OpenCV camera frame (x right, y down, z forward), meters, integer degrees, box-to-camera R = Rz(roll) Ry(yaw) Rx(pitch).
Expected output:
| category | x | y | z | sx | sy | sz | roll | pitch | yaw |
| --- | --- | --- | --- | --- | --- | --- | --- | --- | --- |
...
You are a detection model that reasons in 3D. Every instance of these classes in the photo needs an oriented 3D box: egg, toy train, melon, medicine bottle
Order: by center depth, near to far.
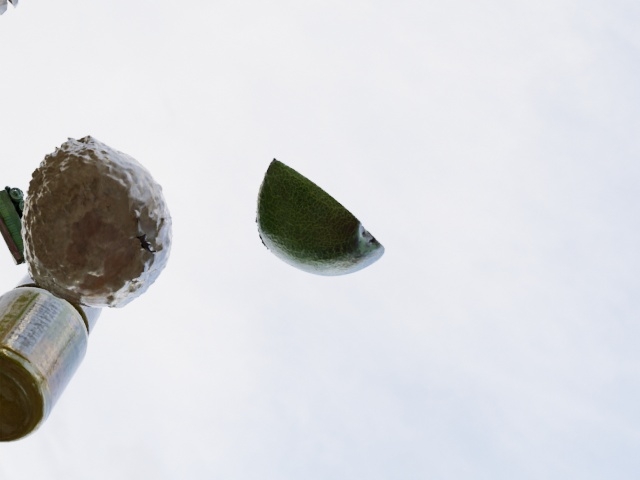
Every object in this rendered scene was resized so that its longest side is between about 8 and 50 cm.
| category | x | y | z | sx | sy | sz | roll | pitch | yaw |
| --- | --- | --- | --- | --- | --- | --- | --- | --- | --- |
| melon | 0.000 | 0.000 | 1.546 | 0.129 | 0.265 | 0.169 | -52 | -136 | -7 |
| egg | -0.380 | -0.022 | 1.566 | 0.279 | 0.279 | 0.311 | 20 | -54 | 22 |
| toy train | -0.550 | -0.030 | 1.668 | 0.038 | 0.071 | 0.148 | -29 | -93 | 57 |
| medicine bottle | -0.592 | 0.210 | 1.867 | 0.224 | 0.384 | 0.225 | 3 | -61 | 6 |

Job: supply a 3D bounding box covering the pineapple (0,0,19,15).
| category | x | y | z | sx | sy | sz | roll | pitch | yaw |
| --- | --- | --- | --- | --- | --- | --- | --- | --- | --- |
| pineapple | -0.453 | -0.375 | 0.962 | 0.300 | 0.352 | 0.353 | -17 | -87 | 55 |
